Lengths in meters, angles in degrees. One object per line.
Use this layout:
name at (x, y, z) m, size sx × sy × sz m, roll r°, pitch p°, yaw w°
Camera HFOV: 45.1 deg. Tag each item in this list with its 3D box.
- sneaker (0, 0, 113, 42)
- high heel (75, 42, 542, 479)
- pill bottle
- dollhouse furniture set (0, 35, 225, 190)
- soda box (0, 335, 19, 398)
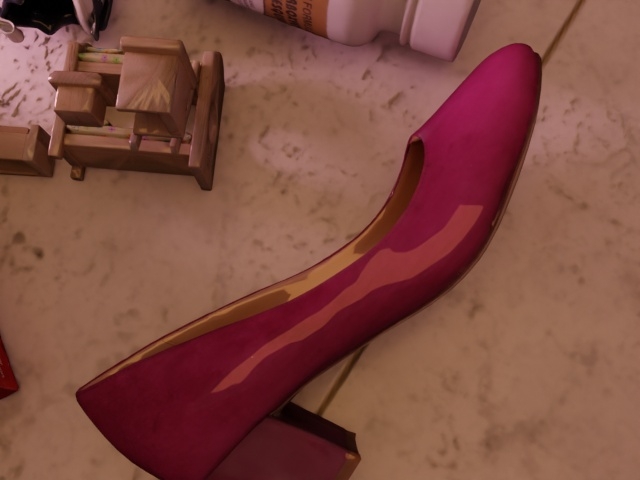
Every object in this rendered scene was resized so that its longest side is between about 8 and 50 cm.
sneaker at (-0.170, -0.236, 0.603) m, size 0.235 × 0.094 × 0.153 m, roll -24°, pitch 78°, yaw -4°
high heel at (0.000, 0.000, 0.516) m, size 0.181 × 0.127 × 0.377 m, roll 30°, pitch 82°, yaw -2°
pill bottle at (0.010, -0.219, 0.573) m, size 0.229 × 0.131 × 0.131 m, roll 22°, pitch 78°, yaw 7°
dollhouse furniture set at (-0.171, -0.113, 0.536) m, size 0.182 × 0.161 × 0.101 m, roll 5°, pitch 76°, yaw 2°
soda box at (-0.308, 0.001, 0.547) m, size 0.084 × 0.092 × 0.263 m, roll -23°, pitch 76°, yaw -5°
